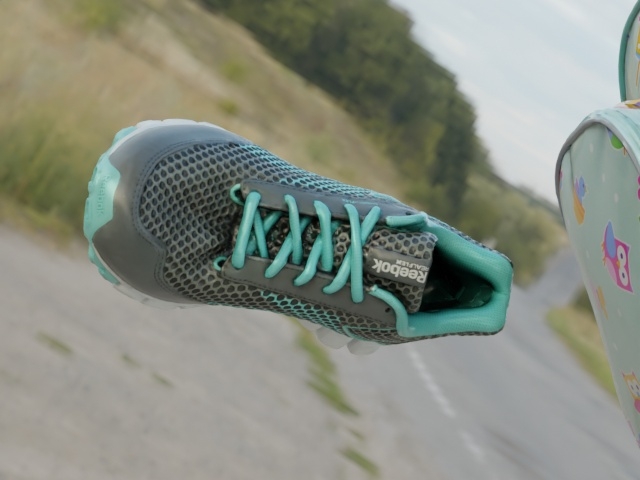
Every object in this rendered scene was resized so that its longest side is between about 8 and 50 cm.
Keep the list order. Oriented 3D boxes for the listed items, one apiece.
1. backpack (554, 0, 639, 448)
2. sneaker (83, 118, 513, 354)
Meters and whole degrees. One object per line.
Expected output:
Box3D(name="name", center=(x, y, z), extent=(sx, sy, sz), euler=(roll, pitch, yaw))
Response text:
Box3D(name="backpack", center=(0.160, -0.011, 0.637), extent=(0.144, 0.188, 0.166), euler=(-9, -10, -4))
Box3D(name="sneaker", center=(0.000, 0.000, 0.599), extent=(0.076, 0.065, 0.166), euler=(4, -7, 44))
